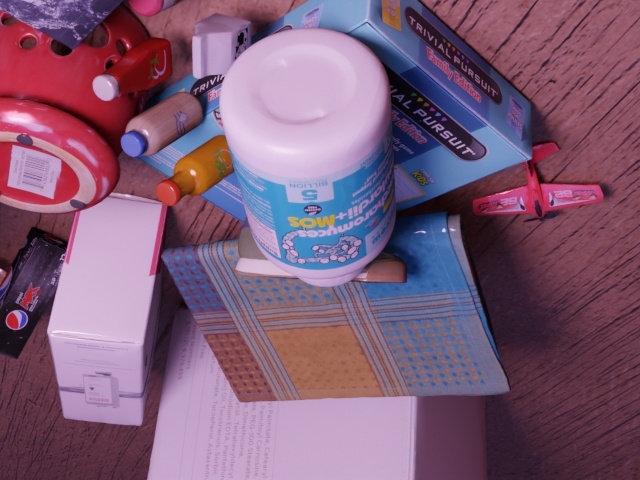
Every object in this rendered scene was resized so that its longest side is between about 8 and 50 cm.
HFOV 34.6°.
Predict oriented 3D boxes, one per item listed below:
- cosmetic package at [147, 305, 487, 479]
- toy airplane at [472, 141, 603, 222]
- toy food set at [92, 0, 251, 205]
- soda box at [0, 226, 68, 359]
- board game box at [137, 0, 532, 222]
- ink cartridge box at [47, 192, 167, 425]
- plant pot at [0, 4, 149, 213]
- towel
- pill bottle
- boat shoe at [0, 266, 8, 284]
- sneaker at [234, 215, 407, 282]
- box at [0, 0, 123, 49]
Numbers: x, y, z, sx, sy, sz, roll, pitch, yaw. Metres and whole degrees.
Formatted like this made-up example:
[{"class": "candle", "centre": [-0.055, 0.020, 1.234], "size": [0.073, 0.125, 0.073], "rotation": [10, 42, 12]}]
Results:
[{"class": "cosmetic package", "centre": [0.009, 0.283, 1.500], "size": [0.394, 0.327, 0.329], "rotation": [-10, 145, 23]}, {"class": "toy airplane", "centre": [0.241, -0.065, 1.173], "size": [0.151, 0.028, 0.151], "rotation": [3, 148, 2]}, {"class": "toy food set", "centre": [-0.138, -0.156, 0.941], "size": [0.111, 0.104, 0.232], "rotation": [19, 125, 21]}, {"class": "soda box", "centre": [-0.399, 0.071, 1.387], "size": [0.060, 0.169, 0.053], "rotation": [27, -175, -32]}, {"class": "board game box", "centre": [0.009, -0.117, 1.079], "size": [0.336, 0.079, 0.254], "rotation": [-23, 139, 38]}, {"class": "ink cartridge box", "centre": [-0.275, 0.098, 1.360], "size": [0.117, 0.207, 0.283], "rotation": [8, 149, -6]}, {"class": "plant pot", "centre": [-0.273, -0.135, 1.014], "size": [0.191, 0.174, 0.191], "rotation": [6, 148, 4]}, {"class": "towel", "centre": [0.022, 0.091, 1.239], "size": [0.370, 0.040, 0.271], "rotation": [-6, 127, 22]}, {"class": "pill bottle", "centre": [-0.003, -0.060, 0.959], "size": [0.146, 0.146, 0.264], "rotation": [2, 149, 7]}, {"class": "boat shoe", "centre": [-0.562, 0.029, 1.380], "size": [0.341, 0.121, 0.110], "rotation": [19, 147, -18]}, {"class": "sneaker", "centre": [0.000, 0.000, 1.110], "size": [0.192, 0.086, 0.064], "rotation": [3, 177, 16]}, {"class": "box", "centre": [-0.230, -0.266, 0.866], "size": [0.158, 0.093, 0.156], "rotation": [26, 143, -32]}]
